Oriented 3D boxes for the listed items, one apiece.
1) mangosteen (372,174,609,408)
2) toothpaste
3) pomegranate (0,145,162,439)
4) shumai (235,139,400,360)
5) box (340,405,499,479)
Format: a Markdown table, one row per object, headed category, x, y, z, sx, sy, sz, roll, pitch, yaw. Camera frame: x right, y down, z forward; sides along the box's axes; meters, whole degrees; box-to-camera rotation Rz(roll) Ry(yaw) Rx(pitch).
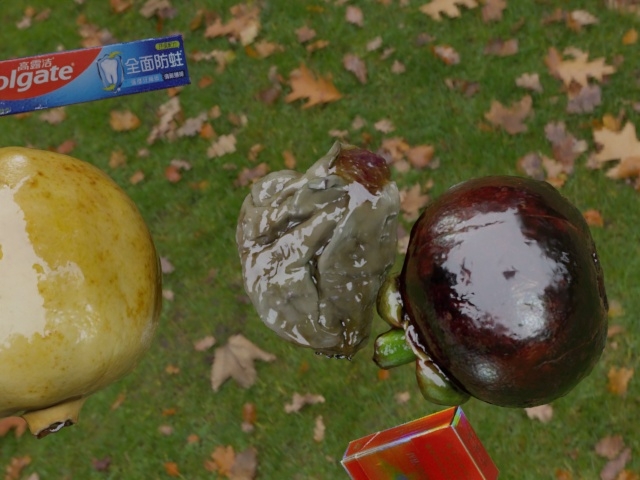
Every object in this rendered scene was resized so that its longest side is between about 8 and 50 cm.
| category | x | y | z | sx | sy | sz | roll | pitch | yaw |
| --- | --- | --- | --- | --- | --- | --- | --- | --- | --- |
| mangosteen | 0.154 | 0.046 | 0.932 | 0.216 | 0.216 | 0.216 | -10 | 54 | 15 |
| toothpaste | -0.341 | -0.229 | 1.427 | 0.320 | 0.076 | 0.066 | -17 | 12 | -32 |
| pomegranate | -0.236 | 0.032 | 0.792 | 0.233 | 0.233 | 0.233 | -10 | 54 | 15 |
| shumai | -0.004 | -0.002 | 1.141 | 0.184 | 0.185 | 0.218 | 8 | 64 | -4 |
| box | 0.128 | 0.292 | 1.314 | 0.175 | 0.112 | 0.048 | -24 | 15 | 29 |
